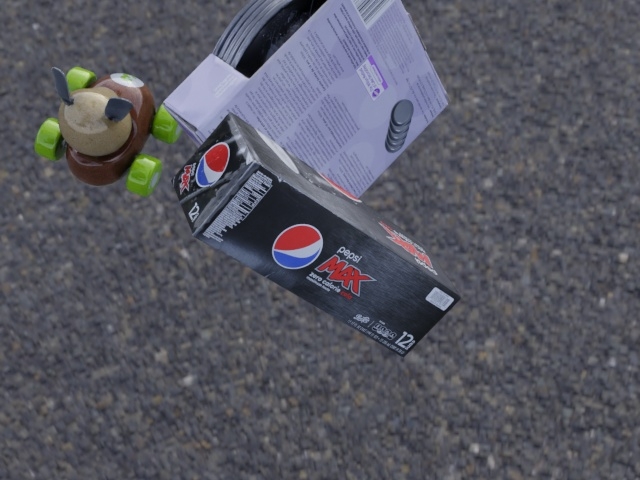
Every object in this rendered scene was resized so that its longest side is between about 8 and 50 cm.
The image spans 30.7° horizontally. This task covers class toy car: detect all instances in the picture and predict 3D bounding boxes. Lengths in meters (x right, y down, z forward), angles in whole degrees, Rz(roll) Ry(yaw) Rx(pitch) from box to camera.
[{"bbox_3d":[-0.262,-0.156,1.400,0.155,0.188,0.149,21,75,5],"label":"toy car"}]

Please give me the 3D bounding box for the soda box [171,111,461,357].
[{"bbox_3d":[0.000,0.000,0.654,0.053,0.169,0.060,-47,37,14],"label":"soda box"}]

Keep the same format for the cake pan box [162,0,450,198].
[{"bbox_3d":[-0.005,-0.139,1.170,0.246,0.267,0.070,-49,54,-7],"label":"cake pan box"}]
